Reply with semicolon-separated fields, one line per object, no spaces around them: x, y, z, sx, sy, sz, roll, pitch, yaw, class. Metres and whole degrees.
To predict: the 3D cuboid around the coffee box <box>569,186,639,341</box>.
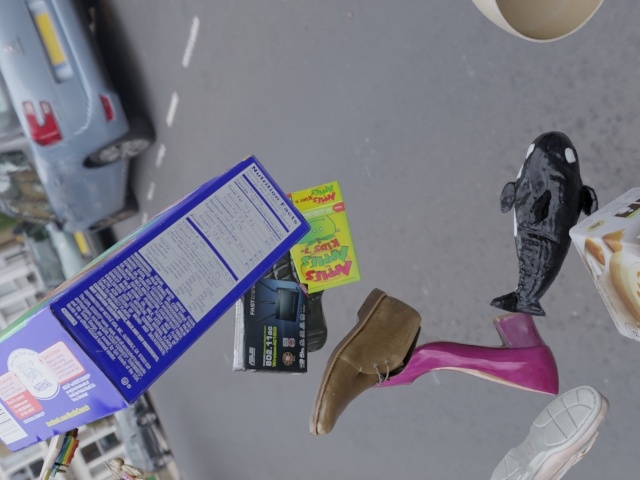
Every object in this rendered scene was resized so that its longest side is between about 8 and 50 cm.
0.363;0.034;0.713;0.141;0.098;0.246;59;174;-9;coffee box

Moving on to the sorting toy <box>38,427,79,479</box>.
-0.519;0.413;1.519;0.132;0.046;0.274;-57;21;34;sorting toy

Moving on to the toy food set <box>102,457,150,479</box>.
-0.371;0.455;1.470;0.122;0.019;0.078;-1;130;39;toy food set

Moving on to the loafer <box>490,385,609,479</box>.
0.190;0.168;0.605;0.039;0.125;0.045;29;-158;-20;loafer

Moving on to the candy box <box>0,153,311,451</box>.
-0.201;0.063;0.818;0.268;0.317;0.122;-27;102;42;candy box

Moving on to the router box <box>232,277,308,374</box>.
-0.064;0.111;0.974;0.038;0.092;0.122;-24;63;56;router box

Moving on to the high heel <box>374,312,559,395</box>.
0.274;0.274;1.483;0.127;0.377;0.181;30;-140;-76;high heel

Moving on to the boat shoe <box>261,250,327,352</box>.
-0.047;0.060;1.293;0.120;0.123;0.324;-96;7;-47;boat shoe

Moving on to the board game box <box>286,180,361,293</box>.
0.000;0.000;1.097;0.181;0.092;0.043;74;-179;-49;board game box

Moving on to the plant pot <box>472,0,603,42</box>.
0.351;-0.505;1.314;0.191;0.284;0.284;39;148;55;plant pot

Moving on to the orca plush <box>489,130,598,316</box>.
0.317;-0.029;1.138;0.151;0.102;0.287;29;103;33;orca plush

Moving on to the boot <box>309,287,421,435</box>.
0.082;0.223;1.328;0.115;0.305;0.112;24;149;17;boot
